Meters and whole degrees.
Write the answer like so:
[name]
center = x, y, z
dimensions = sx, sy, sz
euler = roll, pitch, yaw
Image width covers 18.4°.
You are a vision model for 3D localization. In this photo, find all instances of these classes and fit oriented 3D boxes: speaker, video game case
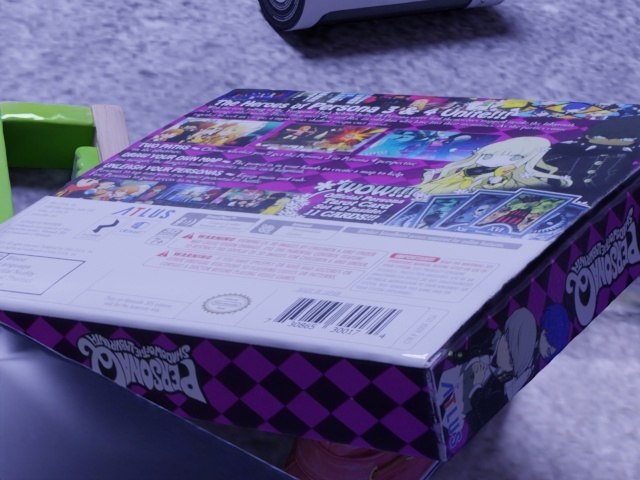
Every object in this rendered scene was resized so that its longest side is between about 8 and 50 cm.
[speaker]
center = 0.036, -0.145, 1.044
dimensions = 0.136, 0.055, 0.055
euler = -10, 44, -30
[video game case]
center = 0.000, 0.000, 0.729
dimensions = 0.232, 0.041, 0.210
euler = 5, 28, 35

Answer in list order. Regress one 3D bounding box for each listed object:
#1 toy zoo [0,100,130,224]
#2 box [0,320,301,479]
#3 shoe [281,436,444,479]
[toy zoo]
center = -0.213, 0.005, 0.787
dimensions = 0.293, 0.030, 0.192
euler = 3, 39, -16
[box]
center = -0.146, 0.162, 0.380
dimensions = 0.343, 0.312, 0.179
euler = 26, 39, 14
[shoe]
center = 0.039, 0.045, 0.781
dimensions = 0.063, 0.081, 0.178
euler = 25, 38, 13
